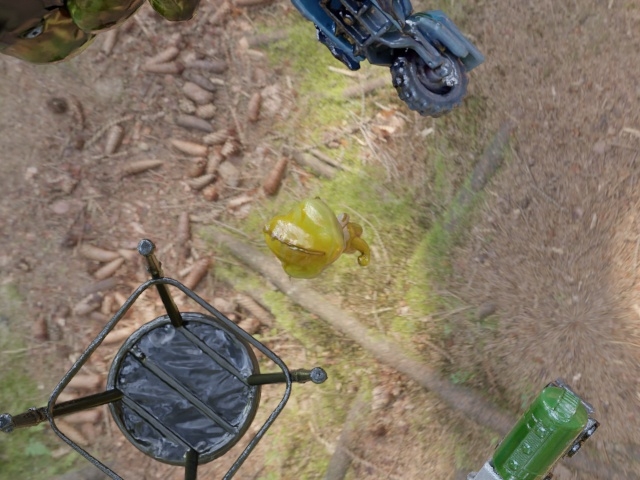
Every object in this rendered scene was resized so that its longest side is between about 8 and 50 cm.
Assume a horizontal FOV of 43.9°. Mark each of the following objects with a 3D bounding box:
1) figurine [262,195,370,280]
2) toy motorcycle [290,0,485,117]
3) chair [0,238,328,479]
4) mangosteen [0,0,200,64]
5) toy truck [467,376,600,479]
[{"bbox_3d":[0.000,0.000,1.394,0.131,0.246,0.156,24,106,30],"label":"figurine"},{"bbox_3d":[0.092,-0.382,1.183,0.416,0.172,0.232,44,60,-9],"label":"toy motorcycle"},{"bbox_3d":[-0.256,0.269,1.402,0.365,0.410,0.361,37,80,0],"label":"chair"},{"bbox_3d":[-0.250,-0.258,0.542,0.311,0.311,0.311,-2,84,17],"label":"mangosteen"},{"bbox_3d":[0.331,0.321,1.232,0.101,0.125,0.242,42,126,24],"label":"toy truck"}]
